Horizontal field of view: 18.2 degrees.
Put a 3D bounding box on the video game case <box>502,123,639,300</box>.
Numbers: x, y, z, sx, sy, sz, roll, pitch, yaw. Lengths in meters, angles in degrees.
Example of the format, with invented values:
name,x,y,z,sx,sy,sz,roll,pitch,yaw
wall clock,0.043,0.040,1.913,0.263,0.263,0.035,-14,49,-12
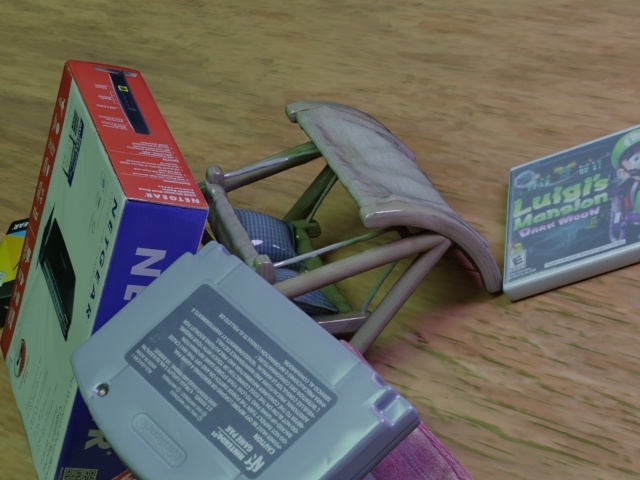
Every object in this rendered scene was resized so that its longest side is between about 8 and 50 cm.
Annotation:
name,x,y,z,sx,sy,sz,roll,pitch,yaw
video game case,0.260,-0.035,1.850,0.190,0.022,0.173,-19,37,24

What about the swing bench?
name,x,y,z,sx,sy,sz,roll,pitch,yaw
swing bench,0.000,0.000,1.908,0.254,0.165,0.253,-36,32,1

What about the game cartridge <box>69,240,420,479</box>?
name,x,y,z,sx,sy,sz,roll,pitch,yaw
game cartridge,-0.077,0.134,1.658,0.196,0.060,0.294,-39,46,-13

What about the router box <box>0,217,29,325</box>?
name,x,y,z,sx,sy,sz,roll,pitch,yaw
router box,-0.289,0.022,2.241,0.178,0.046,0.133,-13,40,30

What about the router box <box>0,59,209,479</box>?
name,x,y,z,sx,sy,sz,roll,pitch,yaw
router box,-0.219,0.038,1.944,0.301,0.082,0.336,-121,43,-57

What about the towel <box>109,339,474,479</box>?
name,x,y,z,sx,sy,sz,roll,pitch,yaw
towel,-0.059,0.226,1.641,0.329,0.037,0.237,-30,42,-13
